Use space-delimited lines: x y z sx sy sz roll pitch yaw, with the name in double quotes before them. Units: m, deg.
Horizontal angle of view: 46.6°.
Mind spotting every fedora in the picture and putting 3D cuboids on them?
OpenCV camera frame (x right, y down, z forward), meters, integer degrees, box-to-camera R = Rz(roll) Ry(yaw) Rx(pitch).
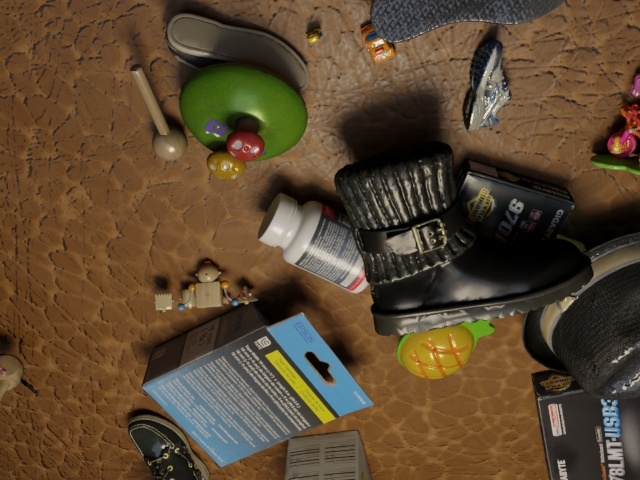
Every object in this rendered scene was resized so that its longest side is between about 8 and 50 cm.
"fedora" 0.494 0.143 1.176 0.333 0.153 0.334 -5 133 -6

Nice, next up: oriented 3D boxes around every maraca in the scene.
"maraca" 0.211 0.168 1.262 0.127 0.099 0.186 27 124 -26

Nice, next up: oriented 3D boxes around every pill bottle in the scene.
"pill bottle" 0.000 0.000 1.157 0.180 0.108 0.108 26 121 -14

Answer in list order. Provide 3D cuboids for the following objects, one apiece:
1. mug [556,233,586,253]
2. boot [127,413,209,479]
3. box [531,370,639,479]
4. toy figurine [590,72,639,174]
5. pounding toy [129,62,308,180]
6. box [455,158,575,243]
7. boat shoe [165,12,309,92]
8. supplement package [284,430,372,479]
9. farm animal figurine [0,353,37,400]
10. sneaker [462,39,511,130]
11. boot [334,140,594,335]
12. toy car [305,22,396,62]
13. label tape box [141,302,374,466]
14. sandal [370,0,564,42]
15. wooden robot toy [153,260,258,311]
"mug" 0.387 0.022 1.194 0.064 0.078 0.062 10 80 -15
"boot" -0.301 0.465 1.431 0.085 0.179 0.236 -23 120 16
"box" 0.562 0.349 1.388 0.293 0.073 0.296 -12 121 9
"toy figurine" 0.478 -0.178 1.040 0.173 0.130 0.159 10 112 25
"pounding toy" -0.140 -0.144 1.028 0.236 0.110 0.183 3 150 7
"box" 0.269 -0.005 1.176 0.175 0.051 0.220 17 122 -7
"boat shoe" -0.116 -0.254 1.037 0.206 0.075 0.065 18 165 -15
"supplement package" 0.022 0.517 1.439 0.149 0.203 0.194 -9 123 8
"farm animal figurine" -0.663 0.129 1.245 0.326 0.172 0.330 1 132 16
"sneaker" 0.241 -0.219 1.045 0.058 0.052 0.135 -1 131 -9
"boot" 0.209 -0.021 1.065 0.347 0.131 0.260 -12 100 -4
"toy car" 0.042 -0.264 1.022 0.121 0.041 0.060 -7 123 6
"label tape box" -0.107 0.242 1.320 0.333 0.106 0.241 -26 118 18
"sandal" 0.190 -0.323 0.972 0.254 0.054 0.097 -7 106 7
"wooden robot toy" -0.194 0.075 1.254 0.173 0.076 0.079 -5 88 6
